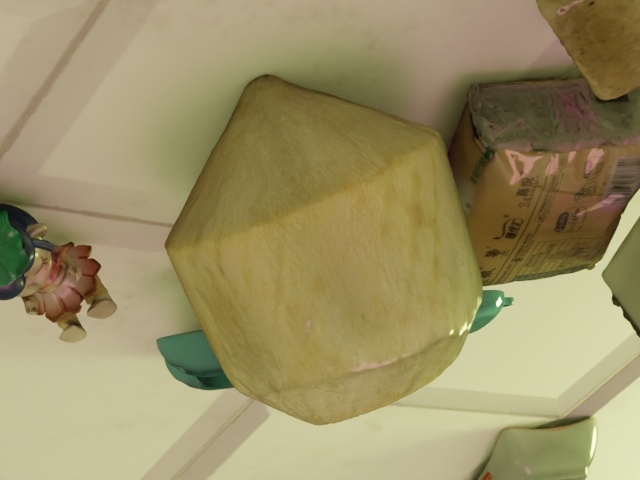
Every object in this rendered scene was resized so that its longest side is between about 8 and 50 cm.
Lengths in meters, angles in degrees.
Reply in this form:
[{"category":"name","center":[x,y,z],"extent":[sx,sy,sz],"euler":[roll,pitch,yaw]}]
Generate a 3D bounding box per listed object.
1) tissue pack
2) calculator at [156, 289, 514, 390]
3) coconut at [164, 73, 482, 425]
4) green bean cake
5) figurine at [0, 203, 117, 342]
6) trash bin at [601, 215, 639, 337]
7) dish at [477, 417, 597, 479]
[{"category":"tissue pack","center":[0.222,-0.052,1.804],"extent":[0.215,0.123,0.257],"euler":[-5,145,-15]},{"category":"calculator","center":[0.022,0.102,1.918],"extent":[0.386,0.054,0.256],"euler":[-12,171,-4]},{"category":"coconut","center":[0.000,0.000,1.641],"extent":[0.328,0.329,0.329],"euler":[-13,148,-8]},{"category":"green bean cake","center":[0.241,-0.214,1.575],"extent":[0.085,0.109,0.179],"euler":[-28,147,13]},{"category":"figurine","center":[-0.291,0.026,1.695],"extent":[0.111,0.102,0.195],"euler":[-40,147,11]},{"category":"trash bin","center":[0.461,-0.032,1.777],"extent":[0.296,0.256,0.368],"euler":[11,125,-41]},{"category":"dish","center":[0.298,0.335,2.474],"extent":[0.151,0.077,0.212],"euler":[-5,146,-20]}]
